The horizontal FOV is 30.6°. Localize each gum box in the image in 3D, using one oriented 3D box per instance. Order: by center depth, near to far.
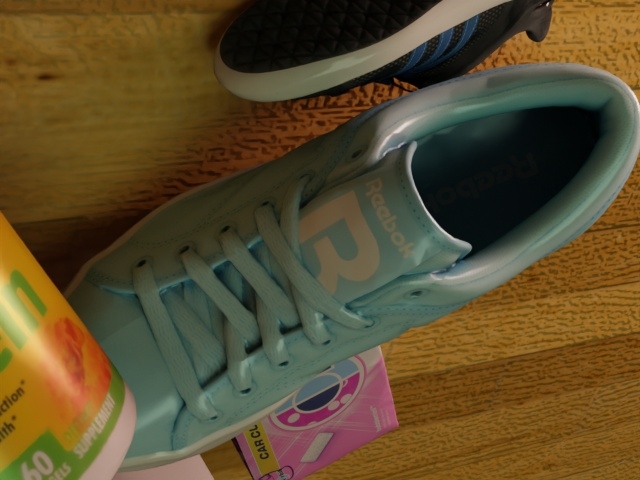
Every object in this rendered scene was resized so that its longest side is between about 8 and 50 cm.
[{"bbox_3d":[-0.021,0.073,0.747,0.107,0.062,0.188,-27,139,-10],"label":"gum box"}]

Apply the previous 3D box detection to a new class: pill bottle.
[{"bbox_3d":[-0.195,0.017,0.477,0.136,0.136,0.246,-33,114,-3],"label":"pill bottle"}]

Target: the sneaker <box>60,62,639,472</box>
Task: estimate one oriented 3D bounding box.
[{"bbox_3d":[0.000,0.000,0.598,0.365,0.135,0.150,-31,173,-9],"label":"sneaker"}]

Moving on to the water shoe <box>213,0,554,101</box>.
[{"bbox_3d":[0.044,-0.104,0.616,0.203,0.073,0.080,-24,140,-13],"label":"water shoe"}]

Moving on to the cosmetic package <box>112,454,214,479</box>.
[{"bbox_3d":[-0.205,0.206,0.684,0.224,0.138,0.224,9,119,-41],"label":"cosmetic package"}]
